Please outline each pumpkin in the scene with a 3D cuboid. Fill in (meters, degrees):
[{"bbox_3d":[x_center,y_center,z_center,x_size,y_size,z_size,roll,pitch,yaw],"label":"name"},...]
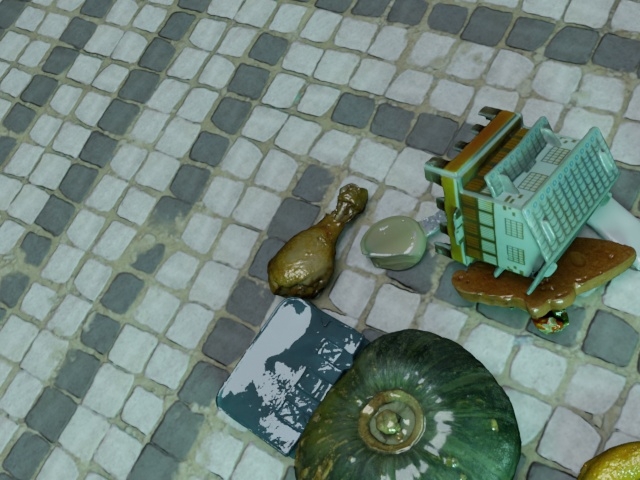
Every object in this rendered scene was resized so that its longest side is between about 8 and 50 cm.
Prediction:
[{"bbox_3d":[0.109,0.293,1.074,0.327,0.257,0.291,-42,46,-5],"label":"pumpkin"}]

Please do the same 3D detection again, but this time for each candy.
[{"bbox_3d":[0.303,0.098,1.234,0.184,0.049,0.055,23,37,35],"label":"candy"}]

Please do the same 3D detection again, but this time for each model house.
[{"bbox_3d":[0.303,-0.066,1.185,0.215,0.198,0.224,24,52,35],"label":"model house"}]

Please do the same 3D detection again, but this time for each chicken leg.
[{"bbox_3d":[0.001,-0.001,1.357,0.107,0.087,0.252,30,71,17],"label":"chicken leg"}]

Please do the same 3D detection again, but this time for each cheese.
[{"bbox_3d":[0.152,-0.003,1.324,0.171,0.047,0.092,-11,63,13],"label":"cheese"}]

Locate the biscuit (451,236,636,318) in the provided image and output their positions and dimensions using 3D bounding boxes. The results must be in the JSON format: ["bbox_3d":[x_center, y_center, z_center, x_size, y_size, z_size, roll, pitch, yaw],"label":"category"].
[{"bbox_3d":[0.344,0.046,1.219,0.280,0.043,0.183,-9,43,8],"label":"biscuit"}]

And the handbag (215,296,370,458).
[{"bbox_3d":[-0.040,0.221,1.277,0.179,0.062,0.229,28,76,25],"label":"handbag"}]

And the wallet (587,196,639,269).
[{"bbox_3d":[0.478,-0.013,1.231,0.061,0.025,0.122,-40,59,-1],"label":"wallet"}]

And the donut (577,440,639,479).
[{"bbox_3d":[0.433,0.351,1.041,0.190,0.075,0.174,-9,62,14],"label":"donut"}]
